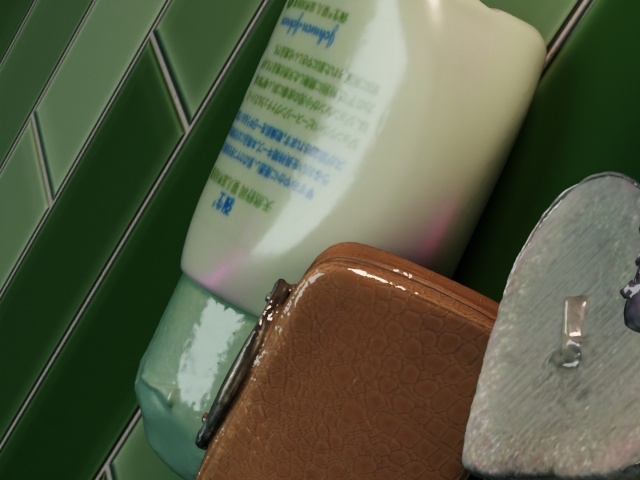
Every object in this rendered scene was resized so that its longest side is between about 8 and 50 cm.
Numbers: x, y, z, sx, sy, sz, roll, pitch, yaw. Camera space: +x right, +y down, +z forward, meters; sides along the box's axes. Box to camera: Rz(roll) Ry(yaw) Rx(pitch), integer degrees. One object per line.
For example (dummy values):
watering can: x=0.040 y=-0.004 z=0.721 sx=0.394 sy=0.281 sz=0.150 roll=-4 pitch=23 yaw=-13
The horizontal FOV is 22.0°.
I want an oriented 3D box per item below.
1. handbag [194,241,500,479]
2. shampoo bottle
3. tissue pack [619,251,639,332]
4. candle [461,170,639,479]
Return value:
handbag: x=0.016 y=0.101 z=0.927 sx=0.193 sy=0.151 sz=0.072 roll=-60 pitch=0 yaw=16
shampoo bottle: x=0.000 y=0.000 z=1.040 sx=0.222 sy=0.151 sz=0.349 roll=29 pitch=95 yaw=58
tissue pack: x=0.301 y=-0.095 z=0.505 sx=0.288 sy=0.124 sz=0.394 roll=26 pitch=93 yaw=39
candle: x=0.141 y=0.067 z=0.820 sx=0.168 sy=0.068 sz=0.192 roll=-50 pitch=30 yaw=25
